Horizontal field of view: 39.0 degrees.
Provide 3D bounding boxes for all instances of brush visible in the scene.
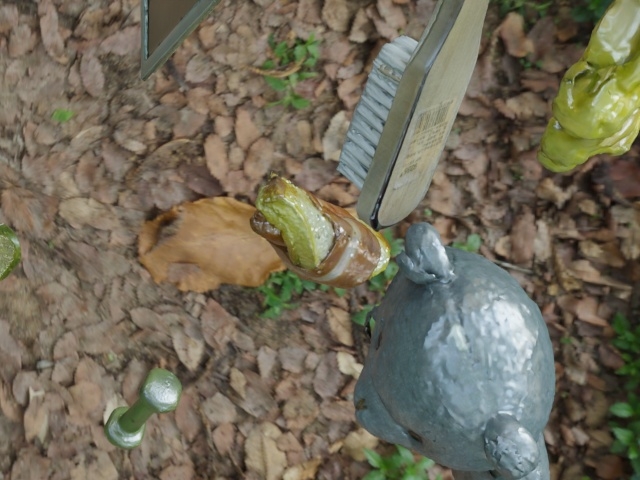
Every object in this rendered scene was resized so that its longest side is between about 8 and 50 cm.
[{"bbox_3d":[0.079,-0.154,0.624,0.070,0.065,0.328,-20,140,-43],"label":"brush"}]

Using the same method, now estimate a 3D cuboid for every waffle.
[{"bbox_3d":[0.217,-0.169,0.446,0.060,0.307,0.312,37,72,13],"label":"waffle"}]

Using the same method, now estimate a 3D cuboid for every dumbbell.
[{"bbox_3d":[-0.197,0.187,1.000,0.046,0.118,0.052,30,41,-17],"label":"dumbbell"}]

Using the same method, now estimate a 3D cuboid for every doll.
[{"bbox_3d":[0.107,0.146,0.780,0.158,0.340,0.246,-24,64,-12],"label":"doll"}]

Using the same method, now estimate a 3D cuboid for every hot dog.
[{"bbox_3d":[-0.004,0.003,1.045,0.261,0.123,0.093,25,101,-48],"label":"hot dog"}]

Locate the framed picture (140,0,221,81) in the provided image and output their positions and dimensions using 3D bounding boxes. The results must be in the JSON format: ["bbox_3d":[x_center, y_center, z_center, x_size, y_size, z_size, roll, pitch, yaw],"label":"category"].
[{"bbox_3d":[-0.118,-0.294,0.814,0.018,0.293,0.231,2,82,-25],"label":"framed picture"}]

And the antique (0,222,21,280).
[{"bbox_3d":[-0.521,0.032,1.259,0.221,0.080,0.081,-22,111,-51],"label":"antique"}]
